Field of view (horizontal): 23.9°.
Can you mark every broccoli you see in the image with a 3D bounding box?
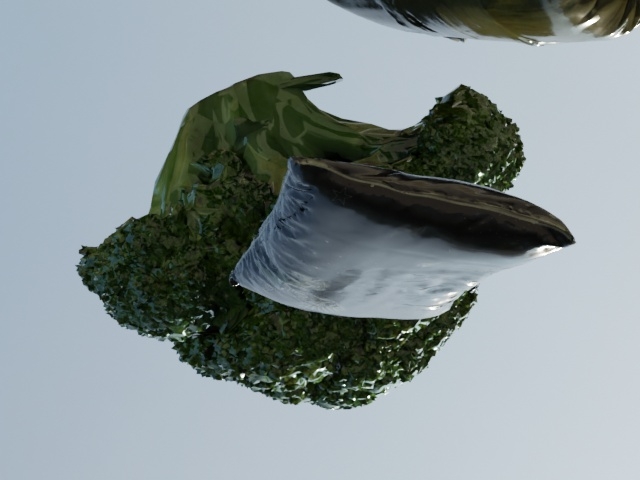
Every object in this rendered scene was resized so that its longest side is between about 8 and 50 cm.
[{"bbox_3d":[0.001,0.001,1.390,0.413,0.321,0.310,-25,-134,-1],"label":"broccoli"}]

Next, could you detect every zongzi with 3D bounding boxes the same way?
[{"bbox_3d":[0.190,-0.327,1.183,0.181,0.418,0.447,14,-176,-32],"label":"zongzi"}]

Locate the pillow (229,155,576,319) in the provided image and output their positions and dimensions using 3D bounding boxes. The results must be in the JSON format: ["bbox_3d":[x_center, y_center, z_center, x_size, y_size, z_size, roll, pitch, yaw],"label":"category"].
[{"bbox_3d":[0.030,0.005,0.785,0.141,0.208,0.055,12,-106,-11],"label":"pillow"}]
